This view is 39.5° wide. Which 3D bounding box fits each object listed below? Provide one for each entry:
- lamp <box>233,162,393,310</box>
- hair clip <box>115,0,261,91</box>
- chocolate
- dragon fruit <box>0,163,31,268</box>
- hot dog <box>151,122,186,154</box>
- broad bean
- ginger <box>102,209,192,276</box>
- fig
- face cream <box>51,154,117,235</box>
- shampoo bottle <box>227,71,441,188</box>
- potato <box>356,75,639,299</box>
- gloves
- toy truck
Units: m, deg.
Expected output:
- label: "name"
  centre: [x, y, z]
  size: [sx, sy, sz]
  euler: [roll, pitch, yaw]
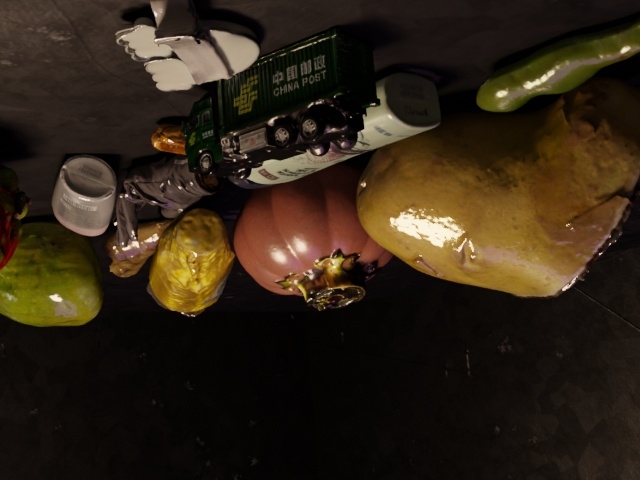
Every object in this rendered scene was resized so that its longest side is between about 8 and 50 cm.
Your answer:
- label: "lamp"
  centre: [0.000, 0.000, 1.580]
  size: [0.305, 0.239, 0.305]
  euler: [-11, 155, -5]
- label: "hair clip"
  centre: [-0.137, -0.204, 0.971]
  size: [0.140, 0.054, 0.220]
  euler: [-10, 172, 5]
- label: "chocolate"
  centre: [-0.240, 0.040, 1.645]
  size: [0.162, 0.162, 0.445]
  euler: [-3, 170, -12]
- label: "dragon fruit"
  centre: [-0.547, -0.028, 1.274]
  size: [0.231, 0.237, 0.302]
  euler: [19, 175, -14]
- label: "hot dog"
  centre: [-0.181, -0.147, 1.298]
  size: [0.062, 0.038, 0.144]
  euler: [-17, 167, 40]
- label: "broad bean"
  centre: [0.305, -0.223, 1.068]
  size: [0.098, 0.056, 0.318]
  euler: [9, 159, -31]
- label: "ginger"
  centre: [-0.364, -0.002, 1.910]
  size: [0.333, 0.081, 0.148]
  euler: [-24, 145, 31]
- label: "fig"
  centre: [-0.593, 0.064, 1.802]
  size: [0.314, 0.233, 0.233]
  euler: [10, 165, -22]
- label: "face cream"
  centre: [-0.399, -0.070, 1.500]
  size: [0.107, 0.073, 0.269]
  euler: [29, 161, -10]
- label: "shampoo bottle"
  centre: [0.013, -0.147, 1.282]
  size: [0.134, 0.078, 0.359]
  euler: [-4, 172, -42]
- label: "potato"
  centre: [0.233, -0.089, 1.264]
  size: [0.296, 0.290, 0.397]
  euler: [19, 147, -14]
- label: "gloves"
  centre: [-0.257, -0.075, 1.466]
  size: [0.142, 0.119, 0.285]
  euler: [9, 149, -46]
- label: "toy truck"
  centre: [-0.055, -0.153, 1.083]
  size: [0.259, 0.121, 0.088]
  euler: [-13, 168, 37]
